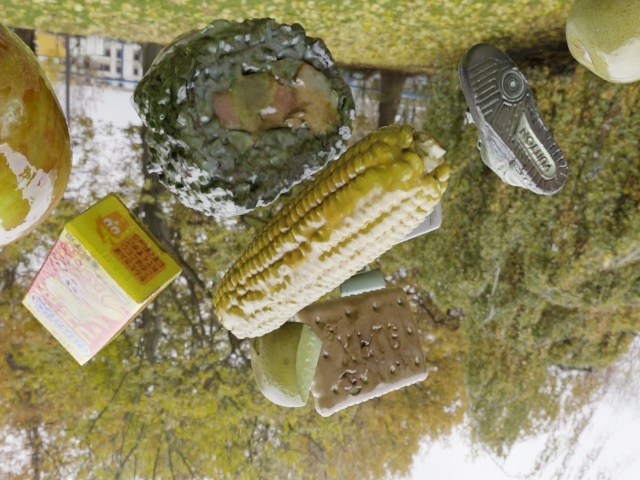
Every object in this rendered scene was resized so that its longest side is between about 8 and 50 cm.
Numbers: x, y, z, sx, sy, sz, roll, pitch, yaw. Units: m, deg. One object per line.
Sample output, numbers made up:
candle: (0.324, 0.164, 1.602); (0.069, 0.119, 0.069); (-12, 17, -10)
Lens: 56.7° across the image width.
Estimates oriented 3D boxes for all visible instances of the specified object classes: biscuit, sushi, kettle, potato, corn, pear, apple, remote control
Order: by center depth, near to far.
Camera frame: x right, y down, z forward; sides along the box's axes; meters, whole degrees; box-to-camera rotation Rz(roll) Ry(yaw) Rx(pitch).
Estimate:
corn: (0.000, 0.000, 0.693); (0.120, 0.363, 0.120); (33, -148, -24)
apple: (-0.569, -0.166, 0.862); (0.400, 0.334, 0.400); (4, 158, 2)
pear: (0.449, -0.314, 0.879); (0.136, 0.167, 0.167); (-35, -161, 14)
potato: (-0.083, 0.207, 0.979); (0.149, 0.081, 0.120); (-18, -142, 33)
sushi: (-0.127, -0.216, 1.002); (0.352, 0.294, 0.178); (-36, -161, -32)
remote control: (0.143, -0.033, 1.053); (0.029, 0.067, 0.261); (4, -166, 39)
biscuit: (0.093, 0.209, 1.193); (0.325, 0.217, 0.044); (-4, 167, -43)
kettle: (0.131, 0.138, 1.928); (0.148, 0.127, 0.098); (-10, -137, 0)

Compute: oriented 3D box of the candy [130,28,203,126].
candy: (-0.333, -0.382, 1.423); (0.157, 0.289, 0.214); (53, -148, -2)

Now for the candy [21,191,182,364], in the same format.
candy: (-0.319, 0.064, 0.843); (0.146, 0.276, 0.088); (48, -134, -6)

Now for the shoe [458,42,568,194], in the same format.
shoe: (0.309, -0.204, 1.050); (0.109, 0.293, 0.149); (-41, -164, -10)
